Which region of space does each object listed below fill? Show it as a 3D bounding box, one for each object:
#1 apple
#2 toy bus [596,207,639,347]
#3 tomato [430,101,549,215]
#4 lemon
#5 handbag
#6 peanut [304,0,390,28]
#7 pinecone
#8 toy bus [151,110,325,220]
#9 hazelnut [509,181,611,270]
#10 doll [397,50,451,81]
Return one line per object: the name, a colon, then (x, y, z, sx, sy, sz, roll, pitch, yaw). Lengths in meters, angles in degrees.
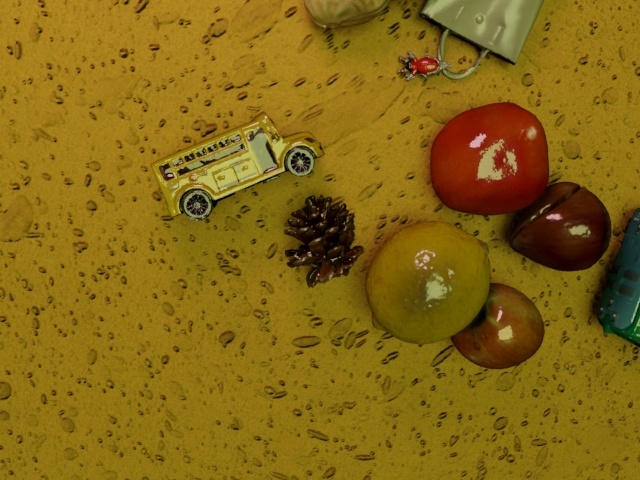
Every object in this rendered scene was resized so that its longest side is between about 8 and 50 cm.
apple: (0.395, 0.193, 1.200, 0.196, 0.196, 0.195, -1, 100, -6)
toy bus: (0.780, 0.091, 1.224, 0.200, 0.183, 0.343, 16, 97, -5)
tomato: (0.360, -0.170, 1.136, 0.260, 0.180, 0.259, -1, 97, -6)
lemon: (0.223, 0.088, 1.133, 0.267, 0.267, 0.267, -1, 100, -6)
handbag: (0.346, -0.493, 1.119, 0.241, 0.109, 0.315, 24, 100, -9)
peanut: (0.113, -0.521, 1.070, 0.306, 0.147, 0.147, -27, 102, -4)
pinecone: (0.003, 0.001, 1.127, 0.150, 0.179, 0.195, 0, 81, -26)
toy bus: (-0.163, -0.160, 1.096, 0.331, 0.145, 0.151, -23, 100, -1)
hazelnut: (0.517, -0.021, 1.177, 0.208, 0.208, 0.208, -1, 100, -6)
doll: (0.224, -0.374, 1.156, 0.114, 0.039, 0.057, 3, 67, 6)
